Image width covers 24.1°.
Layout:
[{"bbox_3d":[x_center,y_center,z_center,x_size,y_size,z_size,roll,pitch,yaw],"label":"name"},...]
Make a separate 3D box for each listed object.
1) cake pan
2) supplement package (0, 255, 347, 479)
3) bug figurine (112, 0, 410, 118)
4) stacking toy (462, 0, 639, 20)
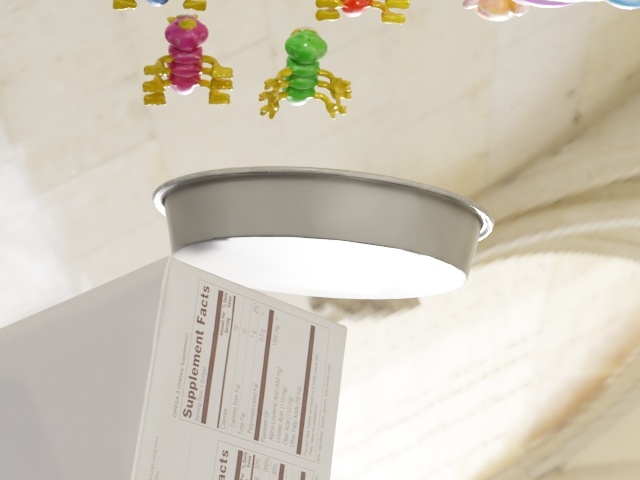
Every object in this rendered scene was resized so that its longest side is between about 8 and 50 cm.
[{"bbox_3d":[0.000,0.000,1.277,0.293,0.293,0.054,117,-22,-77],"label":"cake pan"},{"bbox_3d":[-0.128,0.152,0.981,0.262,0.145,0.204,-21,-125,47],"label":"supplement package"},{"bbox_3d":[-0.065,-0.216,1.427,0.072,0.279,0.216,-103,-159,-46],"label":"bug figurine"},{"bbox_3d":[0.156,-0.205,0.942,0.166,0.175,0.302,57,-16,2],"label":"stacking toy"}]
